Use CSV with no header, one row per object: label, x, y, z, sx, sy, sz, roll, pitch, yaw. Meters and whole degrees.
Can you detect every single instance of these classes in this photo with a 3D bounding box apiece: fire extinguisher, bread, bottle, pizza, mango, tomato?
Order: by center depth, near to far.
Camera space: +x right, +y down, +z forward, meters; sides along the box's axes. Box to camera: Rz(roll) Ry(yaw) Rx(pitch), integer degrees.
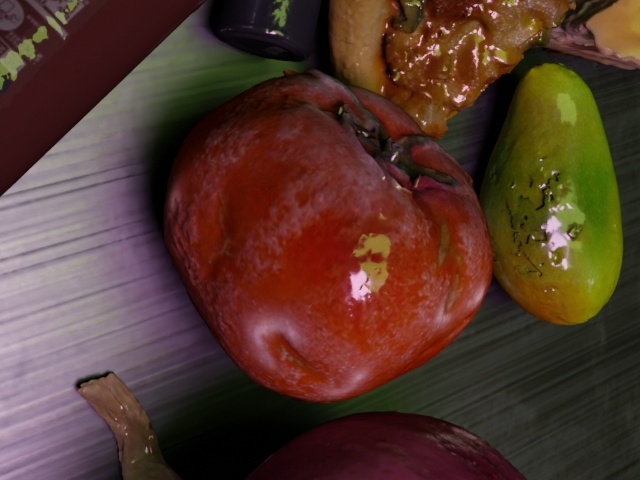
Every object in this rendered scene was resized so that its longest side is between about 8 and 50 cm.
fire extinguisher,-0.196,-0.112,0.601,0.337,0.135,0.114,-50,162,-21
tomato,0.003,0.000,0.695,0.232,0.232,0.188,21,125,-35
bottle,-0.019,-0.257,0.723,0.082,0.072,0.244,16,86,-37
pizza,0.103,-0.171,0.746,0.197,0.058,0.292,0,129,-13
mango,0.200,-0.039,0.882,0.125,0.111,0.233,-18,105,-36
bread,0.288,-0.185,0.886,0.224,0.183,0.211,-48,125,-18

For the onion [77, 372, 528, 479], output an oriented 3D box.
onion,-0.003,0.273,0.687,0.358,0.345,0.358,-16,123,-27
